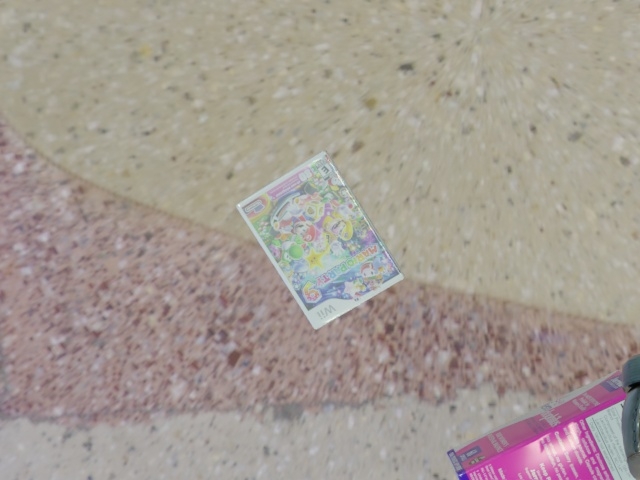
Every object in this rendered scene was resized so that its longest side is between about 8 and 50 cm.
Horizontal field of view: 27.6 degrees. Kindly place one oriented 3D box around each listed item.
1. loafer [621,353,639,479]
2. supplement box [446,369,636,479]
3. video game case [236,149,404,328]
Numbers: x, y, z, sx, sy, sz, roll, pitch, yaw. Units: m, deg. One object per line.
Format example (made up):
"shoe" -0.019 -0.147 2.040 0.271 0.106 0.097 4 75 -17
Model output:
"loafer" 0.328 0.126 0.832 0.267 0.096 0.084 3 70 15
"supplement box" 0.261 0.242 1.407 0.220 0.111 0.114 -25 93 0
"video game case" 0.000 0.000 1.052 0.087 0.011 0.122 -31 96 12
